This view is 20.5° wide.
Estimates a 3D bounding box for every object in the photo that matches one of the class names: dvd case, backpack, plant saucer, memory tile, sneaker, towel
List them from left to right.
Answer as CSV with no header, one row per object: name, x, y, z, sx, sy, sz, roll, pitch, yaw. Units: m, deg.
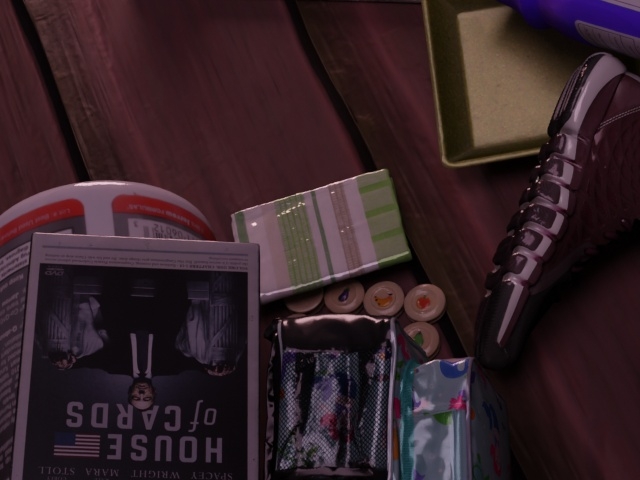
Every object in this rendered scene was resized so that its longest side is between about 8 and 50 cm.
dvd case,-0.134,0.102,1.317,0.179,0.029,0.239,3,55,-6
towel,0.000,0.000,1.572,0.152,0.023,0.113,-16,49,5
memory tile,0.032,0.083,1.524,0.148,0.012,0.113,3,61,19
backpack,0.046,0.200,1.323,0.191,0.225,0.253,3,71,18
plant saucer,0.194,-0.158,1.583,0.188,0.045,0.188,-9,71,12
sneaker,0.242,-0.003,1.463,0.162,0.106,0.281,23,87,-2

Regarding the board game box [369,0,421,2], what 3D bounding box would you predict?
board game box,0.023,-0.416,1.805,0.390,0.050,0.390,5,61,19

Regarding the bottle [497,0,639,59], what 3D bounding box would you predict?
bottle,0.252,-0.203,1.484,0.283,0.118,0.092,24,97,36

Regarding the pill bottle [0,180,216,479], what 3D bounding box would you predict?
pill bottle,-0.165,0.151,1.424,0.210,0.210,0.363,-15,57,8
